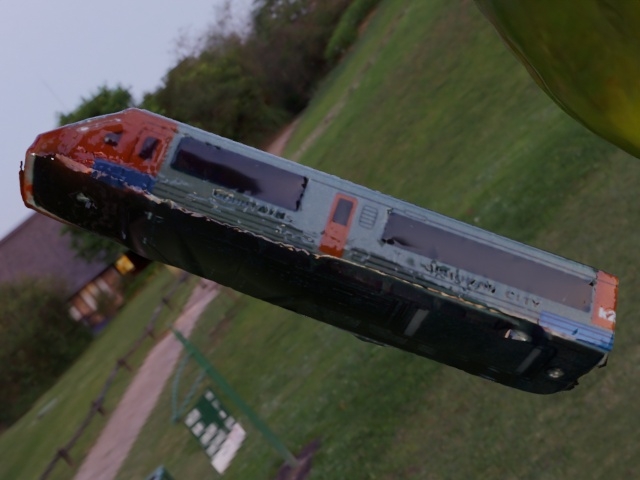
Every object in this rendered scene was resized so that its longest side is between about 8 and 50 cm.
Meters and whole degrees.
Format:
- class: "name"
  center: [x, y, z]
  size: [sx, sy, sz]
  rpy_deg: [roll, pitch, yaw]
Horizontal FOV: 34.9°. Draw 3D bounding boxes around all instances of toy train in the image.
- class: "toy train"
  center: [0.000, 0.000, 0.706]
  size: [0.086, 0.409, 0.089]
  rpy_deg: [114, 175, -59]

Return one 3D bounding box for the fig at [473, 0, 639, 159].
- class: "fig"
  center: [0.168, -0.113, 0.466]
  size: [0.206, 0.275, 0.206]
  rpy_deg: [-19, 14, 5]
